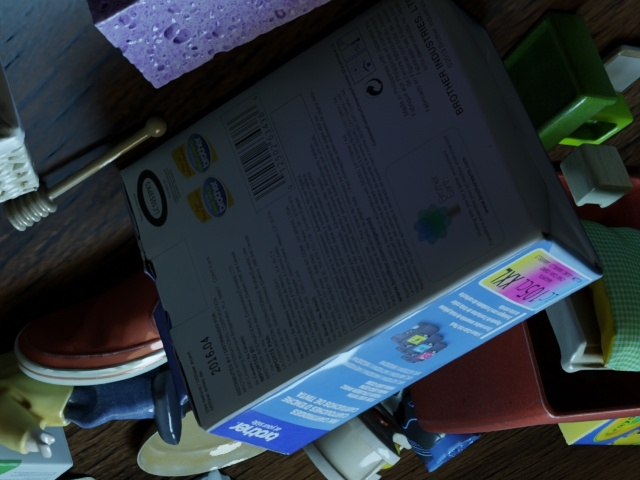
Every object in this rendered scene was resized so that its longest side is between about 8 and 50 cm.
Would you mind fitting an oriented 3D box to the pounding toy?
[{"bbox_3d":[0.058,0.212,1.893,0.155,0.154,0.269,-44,153,6],"label":"pounding toy"}]

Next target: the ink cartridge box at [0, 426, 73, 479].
[{"bbox_3d":[-0.400,0.258,1.738,0.153,0.087,0.208,9,141,-47],"label":"ink cartridge box"}]

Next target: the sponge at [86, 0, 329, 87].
[{"bbox_3d":[-0.060,-0.195,1.190,0.210,0.031,0.117,-26,154,8],"label":"sponge"}]

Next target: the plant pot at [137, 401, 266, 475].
[{"bbox_3d":[-0.119,0.227,1.966,0.236,0.032,0.236,-17,154,-9],"label":"plant pot"}]

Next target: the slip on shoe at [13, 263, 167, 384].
[{"bbox_3d":[-0.144,0.048,1.531,0.331,0.123,0.101,-18,124,1],"label":"slip on shoe"}]

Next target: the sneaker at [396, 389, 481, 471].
[{"bbox_3d":[0.138,0.220,1.896,0.081,0.090,0.232,-35,170,-6],"label":"sneaker"}]

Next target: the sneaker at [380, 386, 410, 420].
[{"bbox_3d":[0.139,0.186,2.047,0.118,0.107,0.279,-23,165,-45],"label":"sneaker"}]

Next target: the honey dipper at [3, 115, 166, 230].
[{"bbox_3d":[-0.199,-0.059,1.347,0.160,0.030,0.030,-30,153,13],"label":"honey dipper"}]

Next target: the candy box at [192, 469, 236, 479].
[{"bbox_3d":[-0.111,0.427,2.214,0.071,0.159,0.233,-26,153,6],"label":"candy box"}]

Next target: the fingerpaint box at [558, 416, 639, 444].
[{"bbox_3d":[0.566,0.112,2.131,0.445,0.163,0.371,-39,150,31],"label":"fingerpaint box"}]

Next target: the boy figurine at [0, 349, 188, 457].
[{"bbox_3d":[-0.281,0.162,1.568,0.285,0.177,0.092,-6,117,2],"label":"boy figurine"}]

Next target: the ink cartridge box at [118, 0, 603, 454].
[{"bbox_3d":[0.000,0.000,1.340,0.395,0.270,0.151,-30,151,18],"label":"ink cartridge box"}]

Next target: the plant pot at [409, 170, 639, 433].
[{"bbox_3d":[0.226,0.091,1.740,0.267,0.267,0.235,1,159,-40],"label":"plant pot"}]

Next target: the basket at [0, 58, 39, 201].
[{"bbox_3d":[-0.299,-0.074,1.146,0.167,0.113,0.103,-20,158,-5],"label":"basket"}]

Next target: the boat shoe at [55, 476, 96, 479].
[{"bbox_3d":[-0.316,0.321,1.983,0.042,0.049,0.133,0,169,20],"label":"boat shoe"}]

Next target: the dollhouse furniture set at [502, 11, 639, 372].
[{"bbox_3d":[0.284,-0.037,1.454,0.197,0.301,0.151,3,147,-38],"label":"dollhouse furniture set"}]
